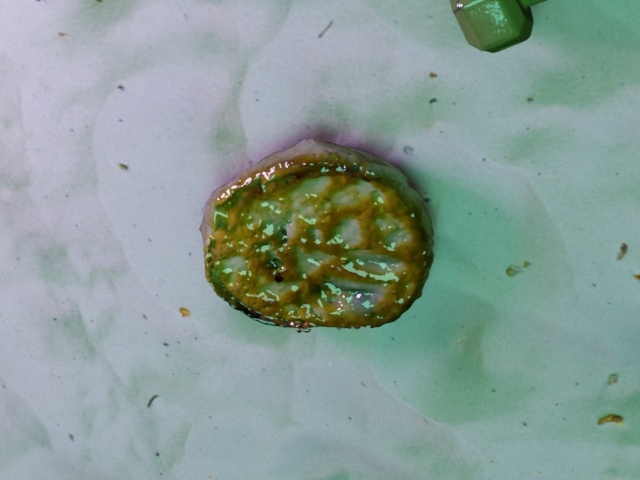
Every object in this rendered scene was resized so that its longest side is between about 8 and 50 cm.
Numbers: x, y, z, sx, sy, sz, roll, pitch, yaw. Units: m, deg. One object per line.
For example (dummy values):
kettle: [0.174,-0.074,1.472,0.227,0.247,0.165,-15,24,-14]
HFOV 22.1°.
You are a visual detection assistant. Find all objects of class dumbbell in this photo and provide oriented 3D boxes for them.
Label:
dumbbell: [0.295,-0.310,1.852,0.302,0.121,0.108,-19,87,22]

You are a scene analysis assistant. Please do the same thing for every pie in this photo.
pie: [0.000,0.000,2.114,0.315,0.092,0.315,5,127,6]
